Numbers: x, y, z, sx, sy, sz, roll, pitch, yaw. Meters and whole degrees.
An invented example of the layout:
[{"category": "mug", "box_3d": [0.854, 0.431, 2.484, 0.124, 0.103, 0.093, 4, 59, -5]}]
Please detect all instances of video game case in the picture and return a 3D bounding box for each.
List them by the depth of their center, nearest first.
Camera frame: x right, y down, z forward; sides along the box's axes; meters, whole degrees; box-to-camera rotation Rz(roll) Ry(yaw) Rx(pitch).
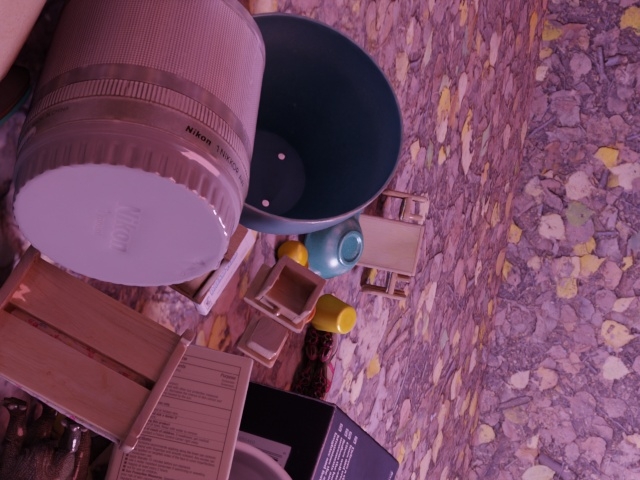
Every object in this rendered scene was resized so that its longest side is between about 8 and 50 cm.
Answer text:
[{"category": "video game case", "box_3d": [-0.154, 0.005, 1.292, 0.157, 0.019, 0.143, -59, 149, -35]}]

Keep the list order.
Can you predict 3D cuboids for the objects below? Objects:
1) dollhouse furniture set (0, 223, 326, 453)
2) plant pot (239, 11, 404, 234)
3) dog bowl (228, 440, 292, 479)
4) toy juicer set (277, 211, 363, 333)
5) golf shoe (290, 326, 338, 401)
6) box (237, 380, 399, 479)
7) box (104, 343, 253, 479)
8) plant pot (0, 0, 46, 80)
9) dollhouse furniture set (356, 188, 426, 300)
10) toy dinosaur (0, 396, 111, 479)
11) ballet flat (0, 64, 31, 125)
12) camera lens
[{"category": "dollhouse furniture set", "box_3d": [-0.212, 0.135, 0.994, 0.355, 0.303, 0.174, -62, -172, -28]}, {"category": "plant pot", "box_3d": [-0.060, -0.127, 1.188, 0.290, 0.290, 0.195, -66, -171, -25]}, {"category": "dog bowl", "box_3d": [-0.150, 0.399, 1.169, 0.104, 0.265, 0.264, 118, -3, -64]}, {"category": "toy juicer set", "box_3d": [0.000, 0.000, 1.560, 0.209, 0.089, 0.328, 9, 95, -47]}, {"category": "golf shoe", "box_3d": [-0.002, 0.253, 1.665, 0.086, 0.068, 0.186, 43, 61, -63]}, {"category": "box", "box_3d": [-0.052, 0.433, 1.468, 0.293, 0.212, 0.395, -69, 153, -20]}, {"category": "box", "box_3d": [-0.187, 0.287, 1.082, 0.121, 0.148, 0.311, 119, -15, -65]}, {"category": "plant pot", "box_3d": [-0.286, -0.262, 0.668, 0.256, 0.257, 0.274, -35, 147, -56]}, {"category": "dollhouse furniture set", "box_3d": [0.111, 0.001, 1.768, 0.242, 0.161, 0.212, -18, 119, -87]}, {"category": "toy dinosaur", "box_3d": [-0.306, 0.258, 0.994, 0.313, 0.121, 0.160, -170, -85, -83]}, {"category": "ballet flat", "box_3d": [-0.353, -0.087, 0.748, 0.280, 0.095, 0.096, -60, 140, -35]}, {"category": "camera lens", "box_3d": [-0.174, -0.121, 0.888, 0.219, 0.220, 0.274, 66, 23, -52]}]
